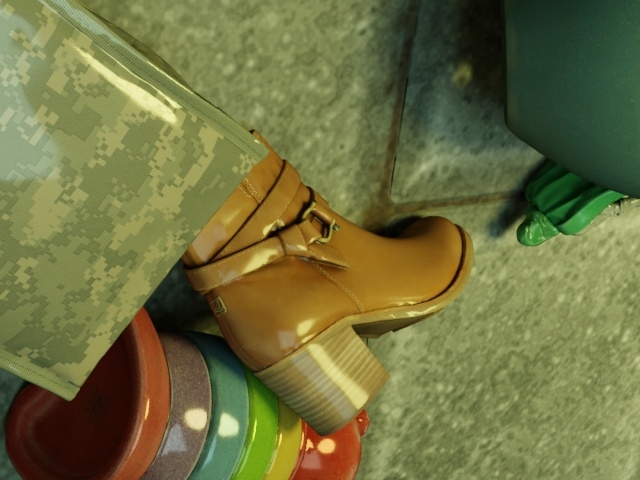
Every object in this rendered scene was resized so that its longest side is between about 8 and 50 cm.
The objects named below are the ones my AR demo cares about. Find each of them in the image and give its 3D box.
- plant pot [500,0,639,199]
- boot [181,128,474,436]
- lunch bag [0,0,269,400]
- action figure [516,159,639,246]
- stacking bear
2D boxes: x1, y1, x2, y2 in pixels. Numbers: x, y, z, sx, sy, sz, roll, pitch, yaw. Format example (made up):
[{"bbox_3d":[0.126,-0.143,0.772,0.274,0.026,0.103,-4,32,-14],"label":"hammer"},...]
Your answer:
[{"bbox_3d":[0.249,-0.164,1.003,0.195,0.290,0.290,-2,121,8],"label":"plant pot"},{"bbox_3d":[0.000,0.000,1.016,0.220,0.109,0.283,51,50,-9],"label":"boot"},{"bbox_3d":[-0.223,-0.064,0.794,0.235,0.169,0.287,-52,134,2],"label":"lunch bag"},{"bbox_3d":[0.281,-0.070,1.159,0.232,0.137,0.063,-35,141,-1],"label":"action figure"},{"bbox_3d":[-0.083,0.157,1.017,0.289,0.164,0.175,20,103,-43],"label":"stacking bear"}]
